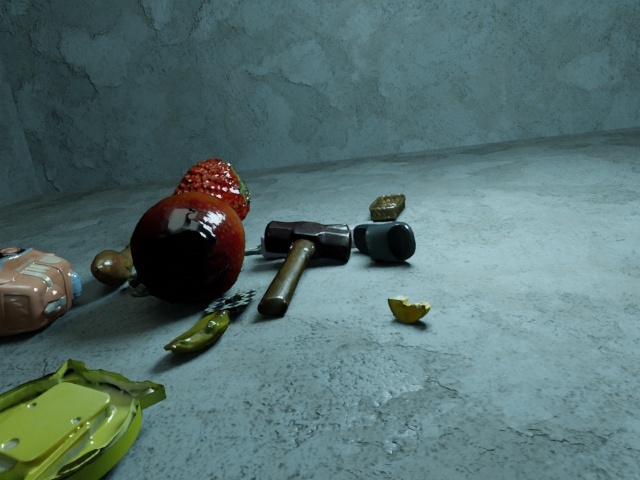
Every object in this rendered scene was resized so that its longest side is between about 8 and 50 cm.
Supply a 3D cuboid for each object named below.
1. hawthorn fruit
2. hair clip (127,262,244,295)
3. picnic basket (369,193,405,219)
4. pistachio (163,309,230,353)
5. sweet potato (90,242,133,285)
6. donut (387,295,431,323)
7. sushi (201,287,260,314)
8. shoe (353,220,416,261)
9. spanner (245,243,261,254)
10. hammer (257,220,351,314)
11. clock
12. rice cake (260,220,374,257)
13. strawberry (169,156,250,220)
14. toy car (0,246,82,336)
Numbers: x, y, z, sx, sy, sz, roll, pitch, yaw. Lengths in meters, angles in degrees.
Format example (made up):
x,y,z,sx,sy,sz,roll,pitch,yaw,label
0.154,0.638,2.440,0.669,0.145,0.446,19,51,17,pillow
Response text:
x,y,z,sx,sy,sz,roll,pitch,yaw,label
-0.321,0.018,1.312,0.315,0.316,0.316,-8,17,2,hawthorn fruit
-0.383,0.067,1.495,0.321,0.091,0.138,-15,21,-17,hair clip
0.237,-0.116,1.849,0.110,0.055,0.193,-3,18,21,picnic basket
-0.242,0.195,1.088,0.089,0.049,0.173,-24,6,38,pistachio
-0.603,0.072,1.578,0.109,0.109,0.385,-10,5,-6,sweet potato
0.184,0.132,1.069,0.037,0.067,0.083,-2,-26,-44,donut
-0.204,0.152,1.246,0.120,0.026,0.126,-14,10,8,sushi
0.149,0.010,1.415,0.093,0.108,0.241,-21,14,-31,shoe
-0.257,0.040,1.640,0.325,0.026,0.093,-11,18,-4,spanner
-0.064,0.061,1.339,0.242,0.096,0.409,6,26,10,hammer
-0.408,0.298,0.797,0.276,0.071,0.293,8,24,32,clock
0.000,0.000,1.574,0.364,0.073,0.056,-7,17,-1,rice cake
-0.418,-0.118,1.909,0.351,0.267,0.312,-41,-6,-6,strawberry
-0.732,0.130,1.340,0.212,0.181,0.270,2,18,-2,toy car
